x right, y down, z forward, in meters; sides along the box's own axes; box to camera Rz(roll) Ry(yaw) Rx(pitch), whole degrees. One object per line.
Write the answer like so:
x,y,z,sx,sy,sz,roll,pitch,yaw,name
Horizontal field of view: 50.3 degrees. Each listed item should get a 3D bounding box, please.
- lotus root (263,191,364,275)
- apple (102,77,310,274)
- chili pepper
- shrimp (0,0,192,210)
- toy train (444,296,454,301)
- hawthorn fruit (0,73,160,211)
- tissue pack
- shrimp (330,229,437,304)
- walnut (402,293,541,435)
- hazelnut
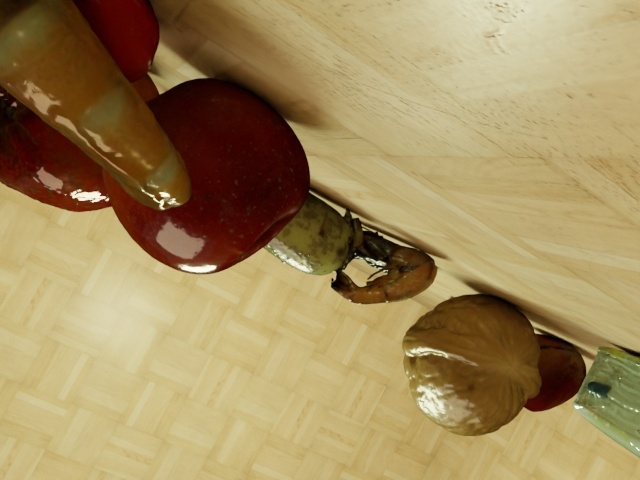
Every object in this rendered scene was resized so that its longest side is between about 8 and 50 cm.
-0.065,-0.048,1.318,0.309,0.173,0.173,36,176,-9,lotus root
-0.127,-0.071,0.772,0.201,0.218,0.218,54,175,-3,apple
-0.208,-0.206,0.623,0.137,0.092,0.368,49,163,-19,chili pepper
-0.262,-0.190,0.513,0.445,0.085,0.272,50,168,-30,shrimp
0.446,0.222,2.101,0.138,0.050,0.087,28,174,4,toy train
-0.324,-0.167,0.978,0.254,0.254,0.300,27,-165,26,hawthorn fruit
0.663,0.344,1.126,0.388,0.162,0.287,29,180,-8,tissue pack
0.097,0.061,1.376,0.289,0.178,0.075,27,145,40,shrimp
0.326,0.264,1.468,0.333,0.332,0.333,28,177,2,walnut
0.548,0.312,1.664,0.208,0.208,0.208,28,177,2,hazelnut
